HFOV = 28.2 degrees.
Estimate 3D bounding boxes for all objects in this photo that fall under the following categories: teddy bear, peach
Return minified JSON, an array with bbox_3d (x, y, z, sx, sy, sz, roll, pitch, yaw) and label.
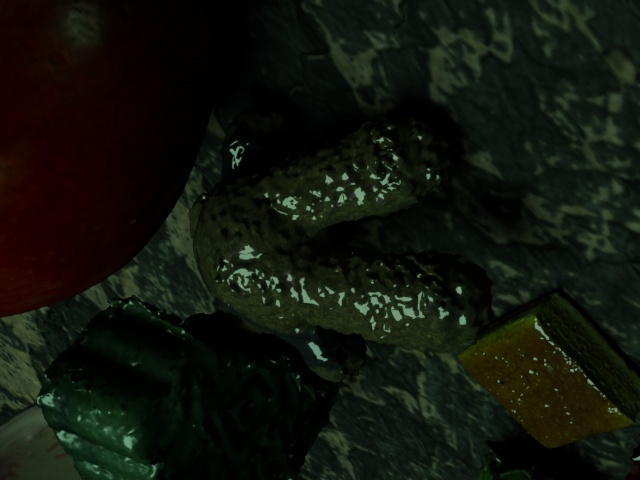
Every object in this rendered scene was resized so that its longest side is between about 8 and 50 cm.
[{"bbox_3d":[-0.017,0.002,0.775,0.251,0.129,0.181,-17,81,59],"label":"teddy bear"},{"bbox_3d":[-0.192,-0.071,0.741,0.245,0.274,0.248,20,148,37],"label":"peach"}]

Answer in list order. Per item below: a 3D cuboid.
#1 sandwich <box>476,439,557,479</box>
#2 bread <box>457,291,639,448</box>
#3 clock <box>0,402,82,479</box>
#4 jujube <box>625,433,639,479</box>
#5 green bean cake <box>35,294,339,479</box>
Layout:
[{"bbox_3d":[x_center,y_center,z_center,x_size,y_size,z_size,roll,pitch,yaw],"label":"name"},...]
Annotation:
[{"bbox_3d":[0.169,0.292,0.882,0.292,0.212,0.109,33,165,-12],"label":"sandwich"},{"bbox_3d":[0.143,0.082,0.790,0.090,0.035,0.094,44,149,-4],"label":"bread"},{"bbox_3d":[-0.233,0.349,1.212,0.368,0.376,0.250,29,151,19],"label":"clock"},{"bbox_3d":[0.227,0.169,0.753,0.104,0.104,0.165,23,134,28],"label":"jujube"},{"bbox_3d":[-0.083,0.109,0.906,0.107,0.193,0.208,20,147,34],"label":"green bean cake"}]
